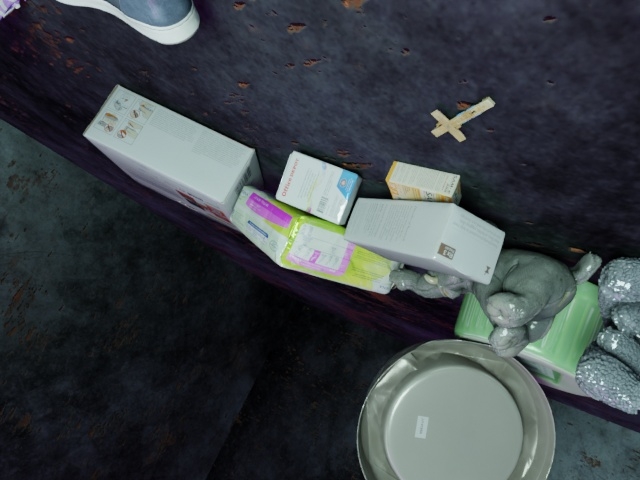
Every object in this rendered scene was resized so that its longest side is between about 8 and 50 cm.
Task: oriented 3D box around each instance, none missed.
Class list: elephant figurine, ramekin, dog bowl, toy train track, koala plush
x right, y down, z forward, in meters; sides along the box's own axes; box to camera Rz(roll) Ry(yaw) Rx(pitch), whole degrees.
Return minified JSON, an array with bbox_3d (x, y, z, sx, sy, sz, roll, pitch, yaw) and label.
[{"bbox_3d":[0.255,0.050,0.674,0.239,0.186,0.169,51,150,44],"label":"elephant figurine"},{"bbox_3d":[0.412,0.173,0.806,0.304,0.148,0.303,25,166,7],"label":"ramekin"},{"bbox_3d":[0.237,0.346,0.779,0.349,0.348,0.102,27,179,-1],"label":"dog bowl"},{"bbox_3d":[0.152,-0.134,0.451,0.048,0.014,0.083,38,158,-15],"label":"toy train track"},{"bbox_3d":[0.486,0.146,0.537,0.221,0.196,0.203,12,171,45],"label":"koala plush"}]

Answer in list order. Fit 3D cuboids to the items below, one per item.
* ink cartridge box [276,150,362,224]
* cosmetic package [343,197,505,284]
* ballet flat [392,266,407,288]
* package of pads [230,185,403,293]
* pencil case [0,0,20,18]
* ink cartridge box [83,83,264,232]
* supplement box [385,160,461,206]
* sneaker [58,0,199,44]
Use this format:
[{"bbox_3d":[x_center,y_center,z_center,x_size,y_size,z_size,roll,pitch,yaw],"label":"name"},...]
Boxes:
[{"bbox_3d":[-0.003,-0.090,0.718,0.123,0.088,0.052,23,-172,13],"label":"ink cartridge box"},{"bbox_3d":[0.148,-0.007,0.650,0.117,0.085,0.231,23,175,-29],"label":"cosmetic package"},{"bbox_3d":[0.161,0.066,1.021,0.077,0.079,0.221,19,164,32],"label":"ballet flat"},{"bbox_3d":[0.000,0.000,0.834,0.297,0.101,0.229,19,-171,-39],"label":"package of pads"},{"bbox_3d":[-0.554,-0.330,0.648,0.088,0.206,0.086,36,177,-43],"label":"pencil case"},{"bbox_3d":[-0.294,-0.159,0.928,0.310,0.130,0.272,26,168,3],"label":"ink cartridge box"},{"bbox_3d":[0.151,-0.076,0.611,0.099,0.036,0.062,19,165,27],"label":"supplement box"},{"bbox_3d":[-0.233,-0.301,0.395,0.226,0.086,0.163,26,165,11],"label":"sneaker"}]
